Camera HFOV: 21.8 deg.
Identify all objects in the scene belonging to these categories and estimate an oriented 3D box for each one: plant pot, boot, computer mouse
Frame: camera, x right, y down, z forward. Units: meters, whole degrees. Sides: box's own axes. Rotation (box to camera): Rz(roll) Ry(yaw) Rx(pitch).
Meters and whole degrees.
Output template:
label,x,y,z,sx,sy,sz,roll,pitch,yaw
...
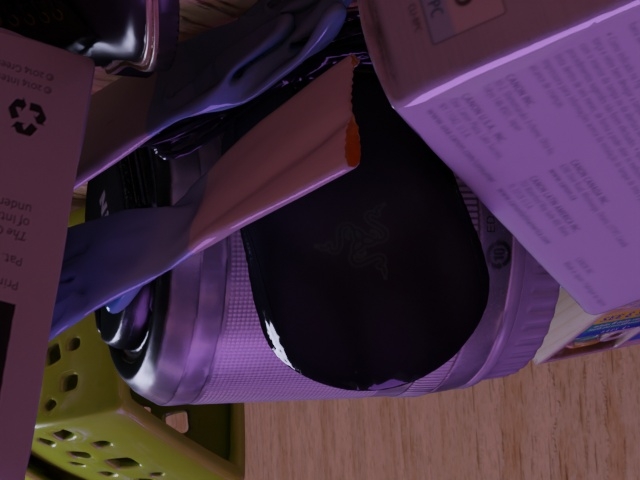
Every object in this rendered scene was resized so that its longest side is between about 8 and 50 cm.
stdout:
label,x,y,z,sx,sy,sz,roll,pitch,yaw
plant pot,-0.214,0.120,1.576,0.207,0.228,0.227,-17,147,20
boot,-0.140,-0.119,0.794,0.137,0.076,0.198,4,169,-12
computer mouse,-0.001,-0.038,0.868,0.188,0.272,0.072,-19,135,-4

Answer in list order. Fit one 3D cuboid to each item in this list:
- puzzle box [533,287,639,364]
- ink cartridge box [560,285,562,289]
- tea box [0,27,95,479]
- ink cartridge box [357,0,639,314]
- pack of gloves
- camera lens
label,x,y,z,sx,sy,sz,roll,pitch,yaw
puzzle box,0.433,0.026,1.636,0.409,0.052,0.272,-9,161,-21
ink cartridge box,0.299,0.016,1.789,0.092,0.090,0.143,-1,171,-16
tea box,-0.330,0.007,0.806,0.329,0.220,0.323,17,159,-27
ink cartridge box,0.253,-0.108,0.826,0.385,0.091,0.308,-23,150,17
pack of gloves,-0.061,-0.038,0.841,0.232,0.195,0.046,-28,124,27
camera lens,-0.006,-0.005,1.091,0.274,0.219,0.219,0,171,-19
